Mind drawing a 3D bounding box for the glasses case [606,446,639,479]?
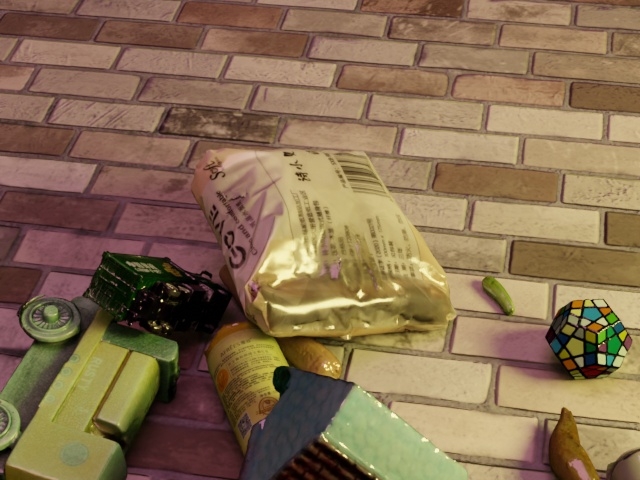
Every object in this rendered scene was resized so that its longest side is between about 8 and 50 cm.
[{"bbox_3d":[0.565,0.336,1.780,0.308,0.083,0.128,-6,41,-4],"label":"glasses case"}]

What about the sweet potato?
[{"bbox_3d":[0.370,0.339,1.804,0.069,0.059,0.249,20,31,-34],"label":"sweet potato"}]

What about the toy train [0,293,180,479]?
[{"bbox_3d":[-0.370,0.247,1.880,0.253,0.160,0.397,15,44,9],"label":"toy train"}]

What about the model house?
[{"bbox_3d":[0.017,0.346,1.705,0.249,0.280,0.230,-57,25,-15],"label":"model house"}]

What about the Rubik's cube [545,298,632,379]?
[{"bbox_3d":[0.414,0.152,1.974,0.133,0.112,0.133,-3,42,2],"label":"Rubik's cube"}]

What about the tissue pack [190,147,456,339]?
[{"bbox_3d":[0.000,0.000,2.066,0.390,0.195,0.375,4,40,-33],"label":"tissue pack"}]

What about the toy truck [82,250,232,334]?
[{"bbox_3d":[-0.243,0.087,1.992,0.121,0.088,0.259,31,8,22],"label":"toy truck"}]

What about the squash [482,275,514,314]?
[{"bbox_3d":[0.297,0.090,2.116,0.027,0.027,0.089,-21,46,-19],"label":"squash"}]

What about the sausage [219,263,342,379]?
[{"bbox_3d":[-0.066,0.134,2.054,0.066,0.066,0.301,-24,45,-22],"label":"sausage"}]

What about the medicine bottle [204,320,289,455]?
[{"bbox_3d":[-0.092,0.227,1.910,0.124,0.124,0.239,-16,43,-14],"label":"medicine bottle"}]
